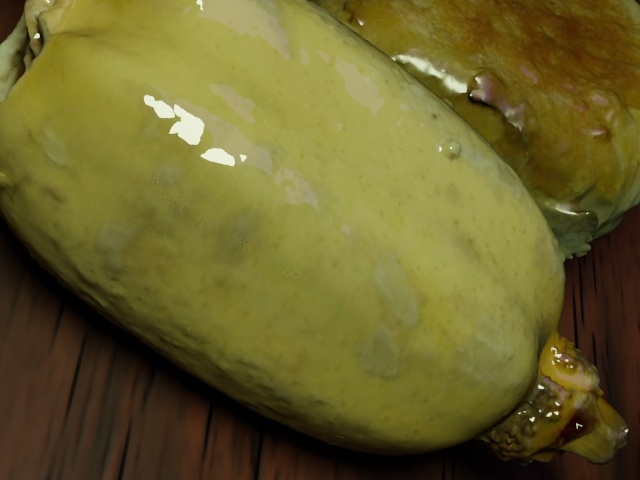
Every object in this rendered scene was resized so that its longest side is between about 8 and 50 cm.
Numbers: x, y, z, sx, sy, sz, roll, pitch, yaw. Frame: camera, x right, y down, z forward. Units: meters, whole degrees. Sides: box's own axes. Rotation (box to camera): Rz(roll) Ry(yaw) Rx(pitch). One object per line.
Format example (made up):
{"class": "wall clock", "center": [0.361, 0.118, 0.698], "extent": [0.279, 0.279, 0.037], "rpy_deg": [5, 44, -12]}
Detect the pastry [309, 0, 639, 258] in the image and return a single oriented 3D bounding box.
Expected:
{"class": "pastry", "center": [0.086, -0.096, 0.829], "extent": [0.257, 0.121, 0.236], "rpy_deg": [28, 39, -3]}

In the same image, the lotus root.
{"class": "lotus root", "center": [0.000, 0.000, 0.663], "extent": [0.343, 0.151, 0.169], "rpy_deg": [36, 58, -17]}
